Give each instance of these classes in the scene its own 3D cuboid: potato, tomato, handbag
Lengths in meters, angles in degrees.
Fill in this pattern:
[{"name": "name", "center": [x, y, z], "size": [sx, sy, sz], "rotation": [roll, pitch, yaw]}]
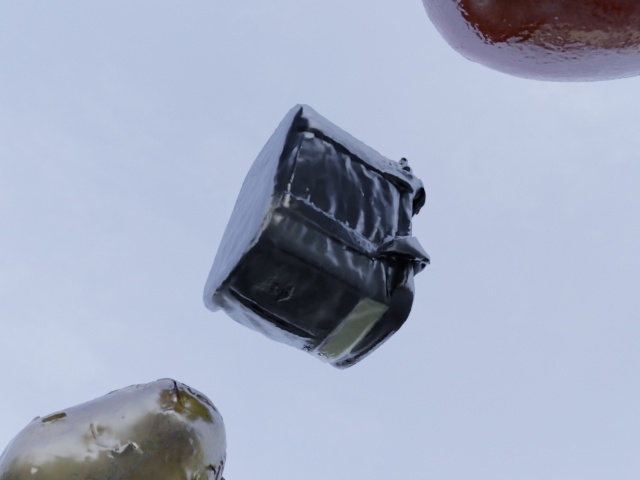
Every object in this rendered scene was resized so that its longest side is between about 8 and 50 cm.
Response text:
[{"name": "potato", "center": [-0.156, 0.179, 0.433], "size": [0.176, 0.137, 0.137], "rotation": [-10, -75, -32]}, {"name": "tomato", "center": [0.230, -0.283, 0.518], "size": [0.339, 0.143, 0.338], "rotation": [14, -54, 21]}, {"name": "handbag", "center": [0.000, 0.000, 0.589], "size": [0.182, 0.254, 0.181], "rotation": [29, -51, -16]}]
